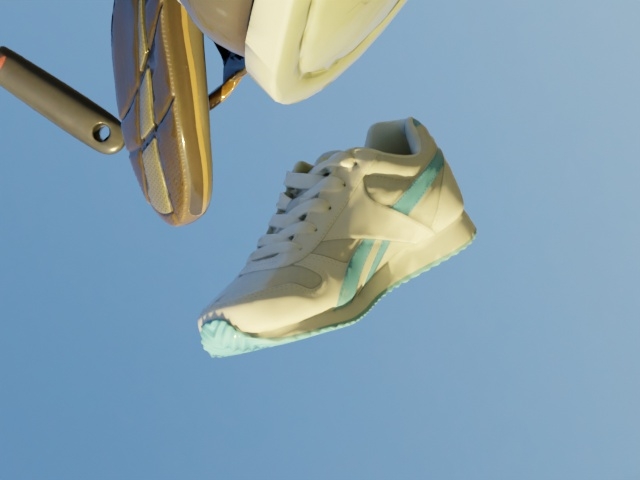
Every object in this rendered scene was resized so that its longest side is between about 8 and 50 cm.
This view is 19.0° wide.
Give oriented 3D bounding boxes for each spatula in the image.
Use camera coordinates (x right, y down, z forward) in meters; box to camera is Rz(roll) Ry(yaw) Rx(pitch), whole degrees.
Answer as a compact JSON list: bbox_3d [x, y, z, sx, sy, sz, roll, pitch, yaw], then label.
[{"bbox_3d":[-0.262,-0.148,1.454,0.296,0.084,0.030,35,-173,20],"label":"spatula"}]

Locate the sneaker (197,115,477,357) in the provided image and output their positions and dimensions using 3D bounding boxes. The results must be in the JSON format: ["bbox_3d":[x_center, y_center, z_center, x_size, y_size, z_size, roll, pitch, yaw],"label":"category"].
[{"bbox_3d":[0.000,0.000,1.144,0.229,0.087,0.092,-34,-75,-46],"label":"sneaker"}]

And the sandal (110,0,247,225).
[{"bbox_3d":[-0.050,-0.114,0.794,0.090,0.060,0.219,-163,72,-69],"label":"sandal"}]

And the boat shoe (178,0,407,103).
[{"bbox_3d":[0.011,-0.131,0.297,0.069,0.227,0.081,28,-149,15],"label":"boat shoe"}]
